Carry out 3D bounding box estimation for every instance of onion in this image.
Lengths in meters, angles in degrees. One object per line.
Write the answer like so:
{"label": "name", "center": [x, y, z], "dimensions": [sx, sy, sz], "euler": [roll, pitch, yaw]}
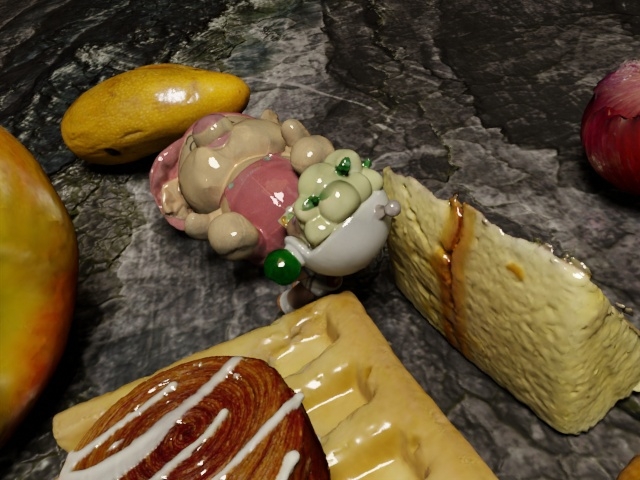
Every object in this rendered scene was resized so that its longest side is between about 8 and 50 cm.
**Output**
{"label": "onion", "center": [0.400, -0.126, 0.607], "dimensions": [0.247, 0.161, 0.248], "euler": [-2, 34, 1]}

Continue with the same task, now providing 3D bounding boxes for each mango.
{"label": "mango", "center": [-0.245, -0.187, 0.814], "dimensions": [0.294, 0.120, 0.177], "euler": [-14, 14, 29]}

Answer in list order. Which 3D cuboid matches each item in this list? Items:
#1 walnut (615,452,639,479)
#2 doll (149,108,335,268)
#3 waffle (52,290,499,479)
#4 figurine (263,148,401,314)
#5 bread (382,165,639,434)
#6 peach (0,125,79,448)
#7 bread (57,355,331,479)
{"label": "walnut", "center": [0.249, 0.206, 0.312], "dimensions": [0.115, 0.116, 0.207], "euler": [-24, 43, -12]}
{"label": "doll", "center": [-0.090, -0.073, 0.675], "dimensions": [0.196, 0.152, 0.256], "euler": [-17, 35, -25]}
{"label": "waffle", "center": [-0.038, 0.181, 0.394], "dimensions": [0.304, 0.078, 0.348], "euler": [-24, 31, -9]}
{"label": "figurine", "center": [-0.001, -0.001, 0.524], "dimensions": [0.093, 0.197, 0.147], "euler": [44, 50, 1]}
{"label": "bread", "center": [0.169, 0.015, 0.491], "dimensions": [0.135, 0.178, 0.240], "euler": [-30, 42, -17]}
{"label": "peach", "center": [-0.411, 0.047, 0.470], "dimensions": [0.388, 0.388, 0.388], "euler": [-7, 42, 6]}
{"label": "bread", "center": [-0.073, 0.142, 0.329], "dimensions": [0.160, 0.073, 0.160], "euler": [-12, 31, 8]}
